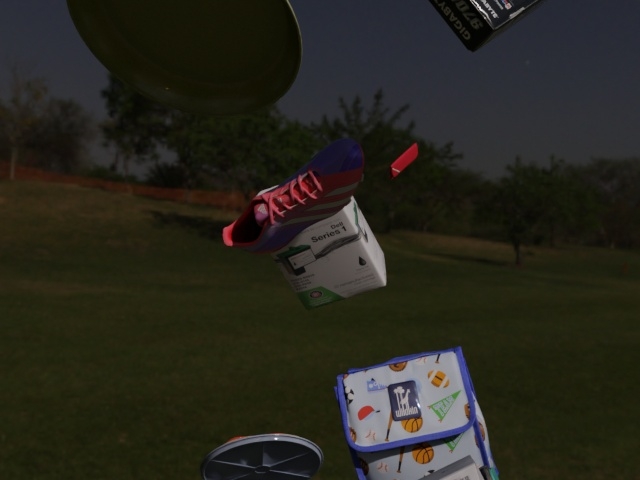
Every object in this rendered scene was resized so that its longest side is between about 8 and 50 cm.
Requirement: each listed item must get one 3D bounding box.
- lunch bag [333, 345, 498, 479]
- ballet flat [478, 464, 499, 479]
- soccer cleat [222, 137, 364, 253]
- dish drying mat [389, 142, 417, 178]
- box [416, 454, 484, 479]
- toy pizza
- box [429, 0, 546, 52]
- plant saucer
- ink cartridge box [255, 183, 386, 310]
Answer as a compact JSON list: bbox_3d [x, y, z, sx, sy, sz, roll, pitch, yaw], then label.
[{"bbox_3d":[0.234,0.468,1.998,0.328,0.385,0.239,-14,8,9],"label":"lunch bag"},{"bbox_3d":[0.292,0.452,1.511,0.074,0.074,0.203,4,-9,13],"label":"ballet flat"},{"bbox_3d":[-0.037,-0.054,1.134,0.095,0.083,0.248,-3,-27,-45],"label":"soccer cleat"},{"bbox_3d":[0.155,-0.147,1.535,0.008,0.032,0.083,24,51,34],"label":"dish drying mat"},{"bbox_3d":[0.161,0.377,1.007,0.145,0.186,0.038,-27,2,2],"label":"box"},{"bbox_3d":[-0.096,0.359,1.349,0.201,0.032,0.201,-6,-41,-5],"label":"toy pizza"},{"bbox_3d":[0.168,-0.347,0.958,0.175,0.220,0.051,-39,-1,-33],"label":"box"},{"bbox_3d":[-0.131,-0.220,0.819,0.241,0.037,0.241,11,-34,8],"label":"plant saucer"},{"bbox_3d":[0.000,0.000,1.431,0.160,0.219,0.092,-20,38,15],"label":"ink cartridge box"}]
